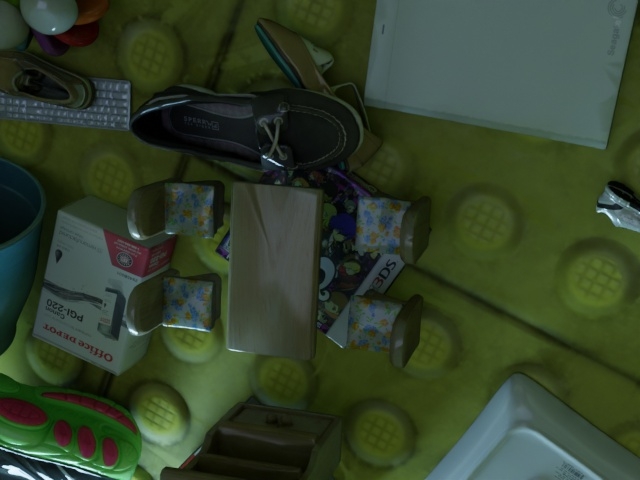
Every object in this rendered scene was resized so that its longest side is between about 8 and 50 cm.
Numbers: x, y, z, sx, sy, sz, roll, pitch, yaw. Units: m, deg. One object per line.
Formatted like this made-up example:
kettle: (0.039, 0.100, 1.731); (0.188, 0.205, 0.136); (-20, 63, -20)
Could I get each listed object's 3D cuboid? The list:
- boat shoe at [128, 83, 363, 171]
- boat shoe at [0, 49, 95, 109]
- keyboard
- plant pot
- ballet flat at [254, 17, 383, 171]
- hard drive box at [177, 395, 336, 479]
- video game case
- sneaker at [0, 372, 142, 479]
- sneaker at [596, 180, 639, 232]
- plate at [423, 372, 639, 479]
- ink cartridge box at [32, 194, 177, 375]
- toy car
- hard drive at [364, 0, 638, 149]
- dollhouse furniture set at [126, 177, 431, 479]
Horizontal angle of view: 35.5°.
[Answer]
boat shoe: (-0.104, -0.139, 1.293); (0.335, 0.095, 0.112); (11, 120, 34)
boat shoe: (-0.418, -0.231, 1.424); (0.190, 0.072, 0.068); (13, 104, 16)
keyboard: (-0.392, -0.207, 1.464); (0.256, 0.014, 0.072); (7, 108, 17)
plant pot: (-0.542, 0.045, 1.471); (0.272, 0.271, 0.255); (20, 126, 13)
ballet flat: (0.002, -0.201, 1.305); (0.073, 0.080, 0.232); (-33, 97, -3)
hard drive box: (-0.091, 0.381, 1.494); (0.232, 0.089, 0.181); (44, 114, 3)
video game case: (0.000, 0.000, 1.372); (0.232, 0.042, 0.210); (37, 113, 6)
sneaker: (-0.523, 0.295, 1.547); (0.483, 0.185, 0.202); (23, 119, 1)
sneaker: (0.389, -0.028, 1.232); (0.109, 0.040, 0.044); (38, 131, 9)
plate: (0.299, 0.362, 1.374); (0.277, 0.045, 0.278); (37, 114, 7)
ink cartridge box: (-0.321, 0.066, 1.480); (0.158, 0.092, 0.218); (23, 114, 12)
toy car: (-0.372, -0.316, 1.369); (0.182, 0.159, 0.136); (-11, 138, 22)
hard drive: (0.216, -0.239, 1.224); (0.307, 0.040, 0.203); (13, 110, 16)
dollhouse furniture set: (-0.071, 0.130, 1.249); (0.362, 0.256, 0.394); (6, 102, 14)
